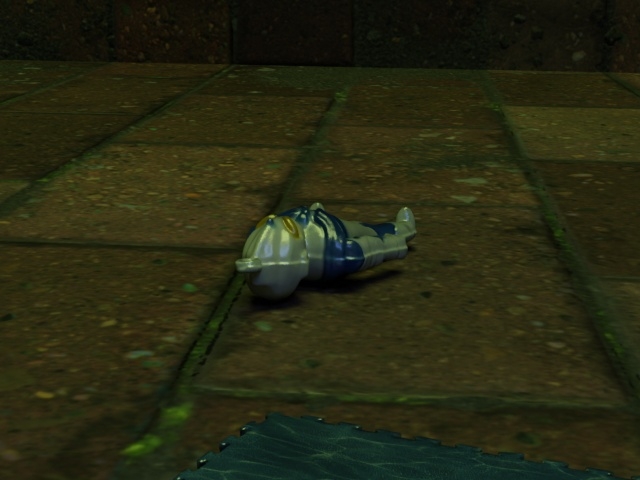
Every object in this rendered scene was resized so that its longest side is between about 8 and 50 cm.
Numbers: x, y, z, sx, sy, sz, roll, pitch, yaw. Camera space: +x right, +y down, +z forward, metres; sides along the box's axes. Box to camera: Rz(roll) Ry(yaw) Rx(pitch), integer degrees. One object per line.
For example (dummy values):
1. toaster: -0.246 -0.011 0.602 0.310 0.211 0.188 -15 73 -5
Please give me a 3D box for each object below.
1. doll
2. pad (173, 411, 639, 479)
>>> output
1. doll: 0.000 0.000 0.855 0.114 0.057 0.227 10 14 18
2. pad: 0.038 0.129 0.425 0.269 0.012 0.269 7 15 22
